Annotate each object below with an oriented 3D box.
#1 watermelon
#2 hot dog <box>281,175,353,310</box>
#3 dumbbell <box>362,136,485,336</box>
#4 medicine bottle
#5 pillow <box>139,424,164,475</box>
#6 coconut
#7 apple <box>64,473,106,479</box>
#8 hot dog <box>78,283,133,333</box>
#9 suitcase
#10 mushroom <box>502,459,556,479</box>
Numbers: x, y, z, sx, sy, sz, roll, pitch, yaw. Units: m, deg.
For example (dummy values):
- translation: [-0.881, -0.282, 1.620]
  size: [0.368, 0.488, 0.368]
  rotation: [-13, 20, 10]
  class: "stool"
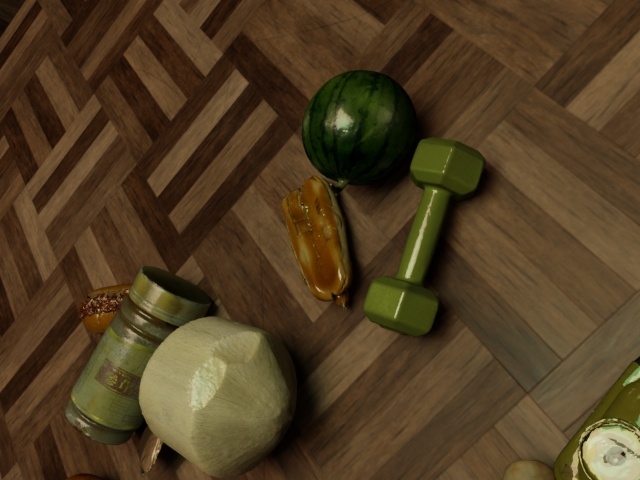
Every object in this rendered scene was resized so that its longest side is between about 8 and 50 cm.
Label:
- translation: [0.062, -0.172, 1.076]
  size: [0.188, 0.188, 0.214]
  rotation: [6, 80, 37]
  class: "watermelon"
- translation: [0.000, 0.000, 1.137]
  size: [0.109, 0.072, 0.269]
  rotation: [-32, 57, 26]
  class: "hot dog"
- translation: [0.158, -0.004, 1.000]
  size: [0.108, 0.121, 0.302]
  rotation: [18, 86, 10]
  class: "dumbbell"
- translation: [-0.355, 0.222, 1.265]
  size: [0.151, 0.151, 0.322]
  rotation: [34, 96, 38]
  class: "medicine bottle"
- translation: [-0.291, 0.327, 1.227]
  size: [0.211, 0.034, 0.135]
  rotation: [-64, 16, 1]
  class: "pillow"
- translation: [-0.149, 0.251, 1.059]
  size: [0.266, 0.237, 0.237]
  rotation: [17, 85, 43]
  class: "coconut"
- translation: [-0.464, 0.519, 1.276]
  size: [0.126, 0.102, 0.126]
  rotation: [-8, 75, 30]
  class: "apple"
- translation: [-0.440, 0.145, 1.401]
  size: [0.249, 0.076, 0.102]
  rotation: [-9, 73, 32]
  class: "hot dog"
- translation: [0.393, 0.244, 0.724]
  size: [0.194, 0.143, 0.235]
  rotation: [40, 100, 37]
  class: "suitcase"
- translation: [0.260, 0.383, 0.768]
  size: [0.206, 0.209, 0.206]
  rotation: [12, 112, 33]
  class: "mushroom"
